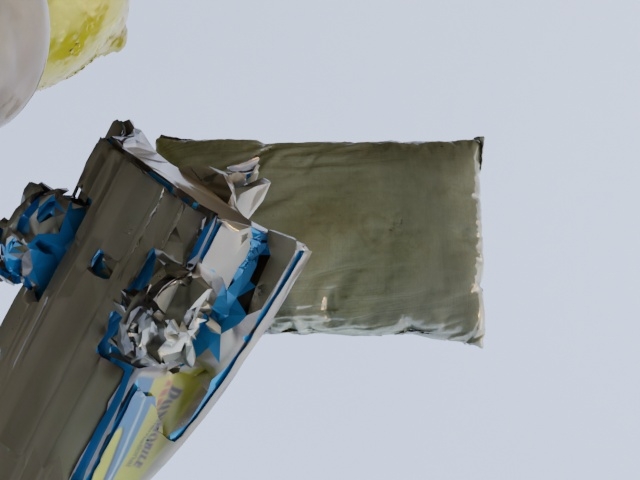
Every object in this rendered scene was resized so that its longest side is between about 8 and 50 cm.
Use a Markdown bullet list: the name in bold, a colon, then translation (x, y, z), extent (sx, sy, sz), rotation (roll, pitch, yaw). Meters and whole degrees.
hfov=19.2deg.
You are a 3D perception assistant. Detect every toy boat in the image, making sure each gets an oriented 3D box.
- **toy boat**: translation (-0.083, 0.061, 0.591), extent (0.084, 0.066, 0.210), rotation (34, -77, 29)

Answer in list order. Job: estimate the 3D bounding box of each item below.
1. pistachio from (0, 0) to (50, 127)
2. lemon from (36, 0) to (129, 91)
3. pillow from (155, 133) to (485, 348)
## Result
- **pistachio**: translation (-0.181, -0.098, 0.657), extent (0.126, 0.185, 0.108), rotation (-55, -168, -5)
- **lemon**: translation (-0.213, -0.177, 1.208), extent (0.206, 0.173, 0.173), rotation (6, -146, -18)
- **pillow**: translation (0.000, 0.000, 1.266), extent (0.230, 0.050, 0.148), rotation (1, -101, -9)
